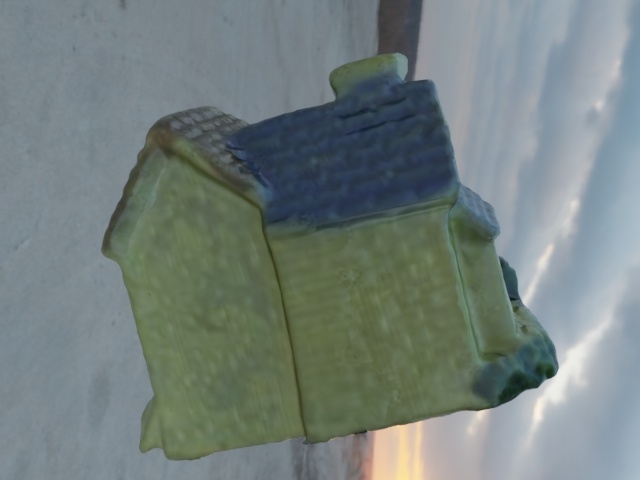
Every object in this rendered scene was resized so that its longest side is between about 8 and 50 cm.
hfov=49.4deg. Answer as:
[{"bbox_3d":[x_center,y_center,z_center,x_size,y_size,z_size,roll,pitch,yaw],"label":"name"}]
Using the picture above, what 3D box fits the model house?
[{"bbox_3d":[0.000,0.000,0.586,0.261,0.322,0.266,-63,138,-74],"label":"model house"}]
